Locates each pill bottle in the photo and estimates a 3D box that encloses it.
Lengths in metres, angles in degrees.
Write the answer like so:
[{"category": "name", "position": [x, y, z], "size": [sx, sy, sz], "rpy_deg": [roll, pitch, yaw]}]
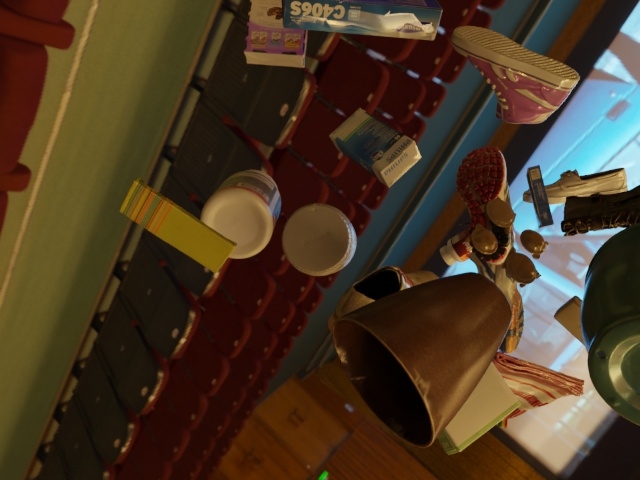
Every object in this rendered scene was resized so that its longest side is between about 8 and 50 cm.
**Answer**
[{"category": "pill bottle", "position": [-0.232, -0.099, 1.646], "size": [0.210, 0.210, 0.363], "rpy_deg": [-59, -172, 17]}, {"category": "pill bottle", "position": [0.456, 0.015, 1.657], "size": [0.152, 0.086, 0.086], "rpy_deg": [-35, 170, 28]}]

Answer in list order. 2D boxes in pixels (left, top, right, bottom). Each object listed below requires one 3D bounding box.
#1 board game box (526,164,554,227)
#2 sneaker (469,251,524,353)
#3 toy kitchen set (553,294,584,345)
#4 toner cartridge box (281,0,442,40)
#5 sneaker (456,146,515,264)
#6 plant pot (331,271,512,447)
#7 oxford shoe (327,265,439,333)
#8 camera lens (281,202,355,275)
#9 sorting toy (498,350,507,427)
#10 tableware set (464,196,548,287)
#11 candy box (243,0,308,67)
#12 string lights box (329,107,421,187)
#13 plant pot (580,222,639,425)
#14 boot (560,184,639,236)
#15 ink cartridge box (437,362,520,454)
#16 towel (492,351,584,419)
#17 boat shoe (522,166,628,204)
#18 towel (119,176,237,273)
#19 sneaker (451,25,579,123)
[{"category": "board game box", "position": [0.334, -0.065, 0.808], "size": [0.020, 0.090, 0.090], "rpy_deg": [-13, 176, 19]}, {"category": "sneaker", "position": [0.480, 0.159, 1.458], "size": [0.112, 0.131, 0.297], "rpy_deg": [-1, 87, -55]}, {"category": "toy kitchen set", "position": [0.596, 0.103, 1.041], "size": [0.166, 0.122, 0.207], "rpy_deg": [-28, 159, -51]}, {"category": "toner cartridge box", "position": [0.086, -0.539, 1.210], "size": [0.165, 0.347, 0.075], "rpy_deg": [-95, -170, -45]}, {"category": "sneaker", "position": [0.408, -0.085, 1.294], "size": [0.112, 0.120, 0.299], "rpy_deg": [20, 67, -54]}, {"category": "plant pot", "position": [0.172, 0.150, 0.802], "size": [0.230, 0.215, 0.215], "rpy_deg": [-31, 153, -24]}, {"category": "oxford shoe", "position": [0.192, 0.131, 1.291], "size": [0.397, 0.140, 0.147], "rpy_deg": [-19, 137, -46]}, {"category": "camera lens", "position": [0.000, 0.000, 1.652], "size": [0.219, 0.219, 0.274], "rpy_deg": [-53, 174, 2]}, {"category": "sorting toy", "position": [0.585, 0.449, 1.663], "size": [0.132, 0.046, 0.275], "rpy_deg": [58, 38, -65]}, {"category": "tableware set", "position": [0.358, 0.001, 1.001], "size": [0.141, 0.168, 0.020], "rpy_deg": [-44, 172, -31]}, {"category": "candy box", "position": [-0.118, -0.590, 1.468], "size": [0.070, 0.164, 0.196], "rpy_deg": [89, 5, -79]}, {"category": "string lights box", "position": [0.156, -0.278, 1.552], "size": [0.133, 0.259, 0.077], "rpy_deg": [-42, 139, -3]}, {"category": "plant pot", "position": [0.514, 0.135, 0.773], "size": [0.255, 0.271, 0.272], "rpy_deg": [-33, 153, -48]}, {"category": "boot", "position": [0.662, -0.041, 1.182], "size": [0.091, 0.229, 0.263], "rpy_deg": [64, 31, -24]}, {"category": "ink cartridge box", "position": [0.248, 0.256, 1.011], "size": [0.171, 0.235, 0.056], "rpy_deg": [-24, 161, -26]}, {"category": "towel", "position": [0.431, 0.365, 1.284], "size": [0.329, 0.237, 0.037], "rpy_deg": [122, -15, -55]}, {"category": "boat shoe", "position": [0.678, -0.151, 1.421], "size": [0.095, 0.258, 0.084], "rpy_deg": [-54, 136, -68]}, {"category": "towel", "position": [-0.290, -0.027, 1.077], "size": [0.102, 0.237, 0.021], "rpy_deg": [-47, -166, 38]}, {"category": "sneaker", "position": [0.391, -0.345, 1.156], "size": [0.102, 0.282, 0.161], "rpy_deg": [-62, 178, -41]}]
